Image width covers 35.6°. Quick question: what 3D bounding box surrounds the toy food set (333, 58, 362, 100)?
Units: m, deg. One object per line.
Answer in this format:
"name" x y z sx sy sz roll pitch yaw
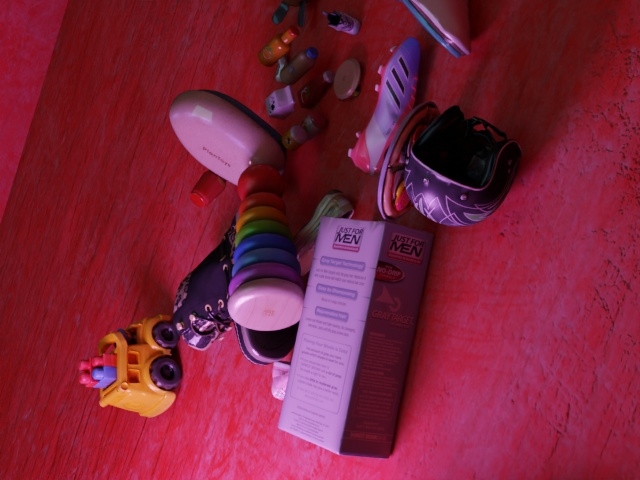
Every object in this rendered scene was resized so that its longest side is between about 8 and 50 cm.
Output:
"toy food set" 0.052 -0.308 1.911 0.083 0.020 0.083 15 91 55

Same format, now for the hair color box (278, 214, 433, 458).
"hair color box" 0.056 0.154 1.661 0.185 0.113 0.375 8 85 55

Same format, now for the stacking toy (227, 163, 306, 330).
"stacking toy" -0.103 -0.008 1.819 0.141 0.141 0.330 -42 41 40

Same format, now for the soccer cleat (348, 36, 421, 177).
"soccer cleat" 0.134 -0.228 1.733 0.095 0.083 0.248 26 96 25

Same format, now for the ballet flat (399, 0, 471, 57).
"ballet flat" 0.172 -0.453 1.715 0.139 0.139 0.400 -61 36 21

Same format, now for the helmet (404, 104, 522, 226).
"helmet" 0.204 -0.099 1.481 0.161 0.169 0.169 -52 35 -4

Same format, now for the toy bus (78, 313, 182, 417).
"toy bus" -0.437 0.271 2.241 0.149 0.211 0.220 -39 48 44

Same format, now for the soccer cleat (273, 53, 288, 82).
"soccer cleat" -0.079 -0.376 2.119 0.035 0.029 0.083 3 84 46

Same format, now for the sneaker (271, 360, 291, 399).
"sneaker" -0.048 0.263 1.829 0.134 0.051 0.070 4 84 59

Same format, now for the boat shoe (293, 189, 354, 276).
"boat shoe" 0.000 0.000 1.845 0.072 0.068 0.190 46 119 34

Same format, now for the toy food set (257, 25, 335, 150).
"toy food set" -0.037 -0.297 1.955 0.104 0.111 0.232 -36 57 42

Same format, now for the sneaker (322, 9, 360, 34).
"sneaker" 0.028 -0.434 1.947 0.098 0.069 0.038 31 104 55

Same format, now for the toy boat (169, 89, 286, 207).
"toy boat" -0.193 -0.191 2.055 0.148 0.267 0.318 -52 -3 -30

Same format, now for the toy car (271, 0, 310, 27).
"toy car" -0.061 -0.540 2.065 0.155 0.149 0.188 21 107 45

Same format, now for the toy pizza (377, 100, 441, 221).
"toy pizza" 0.150 -0.121 1.579 0.032 0.201 0.201 22 98 23

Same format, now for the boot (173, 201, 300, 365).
"boot" -0.173 0.131 1.974 0.284 0.138 0.377 -44 41 36
